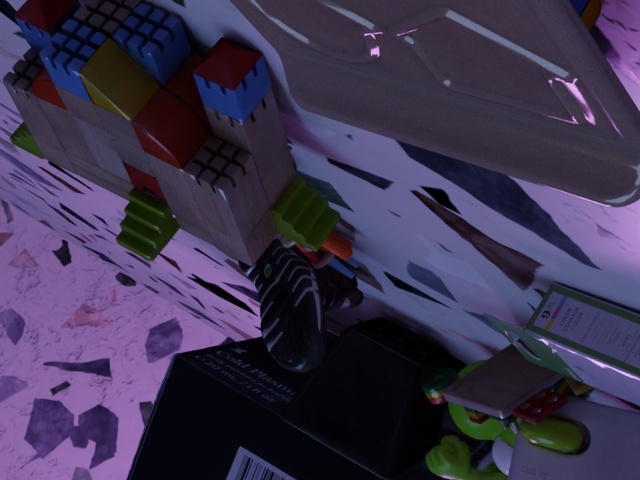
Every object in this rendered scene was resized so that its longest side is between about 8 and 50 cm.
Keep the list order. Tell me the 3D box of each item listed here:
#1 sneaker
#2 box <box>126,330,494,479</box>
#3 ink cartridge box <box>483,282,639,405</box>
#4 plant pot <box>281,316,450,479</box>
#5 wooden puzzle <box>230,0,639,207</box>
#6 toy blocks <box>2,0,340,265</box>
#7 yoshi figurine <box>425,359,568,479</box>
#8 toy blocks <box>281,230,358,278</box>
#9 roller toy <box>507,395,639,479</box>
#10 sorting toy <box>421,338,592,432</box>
[{"bbox_3d":[0.001,0.077,1.816,0.163,0.106,0.281,22,-151,-31],"label":"sneaker"},{"bbox_3d":[0.022,0.385,2.286,0.480,0.297,0.472,27,-167,24],"label":"box"},{"bbox_3d":[0.277,0.104,1.386,0.209,0.062,0.109,21,164,46],"label":"ink cartridge box"},{"bbox_3d":[0.086,0.217,2.048,0.188,0.167,0.187,27,-166,22],"label":"plant pot"},{"bbox_3d":[0.024,-0.179,0.816,0.322,0.080,0.348,22,160,42],"label":"wooden puzzle"},{"bbox_3d":[-0.179,-0.135,1.383,0.381,0.190,0.261,26,156,24],"label":"toy blocks"},{"bbox_3d":[0.245,0.291,1.930,0.203,0.203,0.362,6,136,0],"label":"yoshi figurine"},{"bbox_3d":[0.000,0.000,1.711,0.148,0.054,0.123,36,169,-21],"label":"toy blocks"},{"bbox_3d":[0.324,0.265,1.635,0.209,0.146,0.191,13,176,2],"label":"roller toy"},{"bbox_3d":[0.233,0.168,1.587,0.046,0.132,0.274,63,160,-14],"label":"sorting toy"}]
